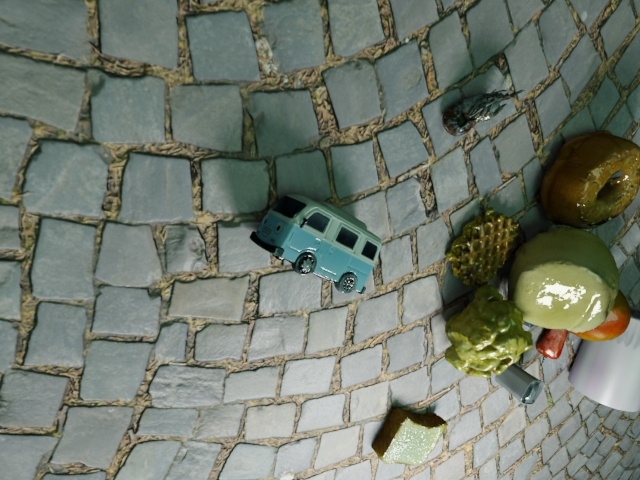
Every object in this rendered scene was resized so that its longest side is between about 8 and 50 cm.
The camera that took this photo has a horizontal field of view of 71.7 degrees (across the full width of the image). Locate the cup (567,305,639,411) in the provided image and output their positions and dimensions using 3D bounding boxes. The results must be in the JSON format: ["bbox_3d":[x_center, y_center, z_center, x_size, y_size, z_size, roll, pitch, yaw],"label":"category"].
[{"bbox_3d":[1.139,0.443,1.698,0.254,0.253,0.370,3,107,-29],"label":"cup"}]

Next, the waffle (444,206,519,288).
[{"bbox_3d":[0.483,0.026,1.303,0.243,0.059,0.237,30,91,-36],"label":"waffle"}]

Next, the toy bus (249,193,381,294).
[{"bbox_3d":[0.000,0.000,0.984,0.272,0.133,0.164,27,91,-36],"label":"toy bus"}]

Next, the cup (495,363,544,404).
[{"bbox_3d":[0.716,0.507,1.571,0.128,0.129,0.095,19,101,-33],"label":"cup"}]

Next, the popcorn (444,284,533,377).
[{"bbox_3d":[0.480,0.271,1.295,0.241,0.235,0.250,-56,137,-26],"label":"popcorn"}]

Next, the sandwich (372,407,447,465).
[{"bbox_3d":[0.287,0.635,1.433,0.215,0.065,0.186,25,97,-33],"label":"sandwich"}]

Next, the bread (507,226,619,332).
[{"bbox_3d":[0.726,0.117,1.341,0.321,0.237,0.320,9,125,14],"label":"bread"}]

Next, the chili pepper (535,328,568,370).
[{"bbox_3d":[0.839,0.391,1.619,0.086,0.084,0.191,16,98,-15],"label":"chili pepper"}]

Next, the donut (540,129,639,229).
[{"bbox_3d":[0.820,-0.177,1.339,0.299,0.150,0.317,34,92,-37],"label":"donut"}]

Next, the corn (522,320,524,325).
[{"bbox_3d":[0.589,0.322,1.459,0.238,0.080,0.080,-51,124,-5],"label":"corn"}]

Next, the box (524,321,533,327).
[{"bbox_3d":[0.706,0.244,1.504,0.074,0.054,0.099,-35,121,-14],"label":"box"}]

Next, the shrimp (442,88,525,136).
[{"bbox_3d":[0.405,-0.328,1.089,0.233,0.090,0.079,-25,87,-5],"label":"shrimp"}]

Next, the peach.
[{"bbox_3d":[0.915,0.229,1.507,0.231,0.231,0.230,-11,114,-24],"label":"peach"}]
